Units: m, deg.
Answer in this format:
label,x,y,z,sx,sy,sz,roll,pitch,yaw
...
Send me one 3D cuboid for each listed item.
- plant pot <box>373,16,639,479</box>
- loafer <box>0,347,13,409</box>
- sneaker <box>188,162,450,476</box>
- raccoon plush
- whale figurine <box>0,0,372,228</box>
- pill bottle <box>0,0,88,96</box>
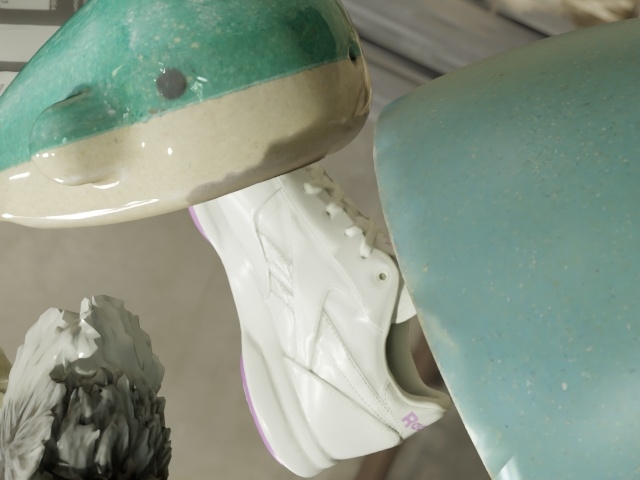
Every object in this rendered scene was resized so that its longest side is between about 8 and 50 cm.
label,x,y,z,sx,sy,sz,roll,pitch,yaw
plant pot,0.180,0.026,0.742,0.290,0.195,0.290,52,-161,-26
loafer,-0.350,0.123,1.864,0.102,0.092,0.268,32,169,47
sneaker,0.000,0.000,1.328,0.152,0.305,0.114,-16,-175,18
raccoon plush,-0.007,0.251,0.833,0.299,0.446,0.216,24,150,-25
whale figurine,-0.110,-0.082,1.074,0.272,0.141,0.216,-14,-176,21
pill bottle,-0.188,-0.190,1.550,0.318,0.176,0.176,-2,-163,-34
